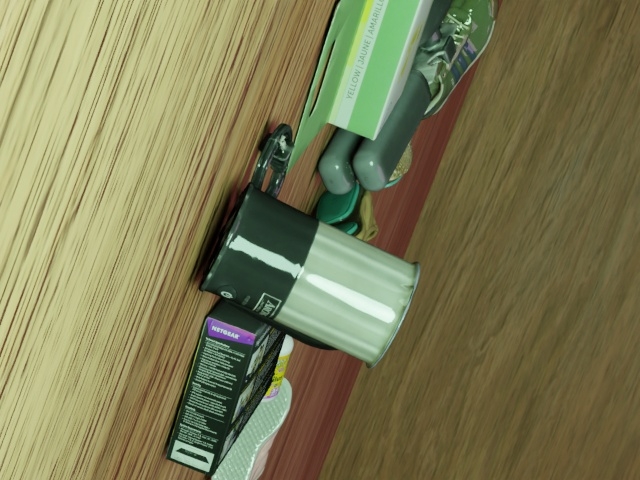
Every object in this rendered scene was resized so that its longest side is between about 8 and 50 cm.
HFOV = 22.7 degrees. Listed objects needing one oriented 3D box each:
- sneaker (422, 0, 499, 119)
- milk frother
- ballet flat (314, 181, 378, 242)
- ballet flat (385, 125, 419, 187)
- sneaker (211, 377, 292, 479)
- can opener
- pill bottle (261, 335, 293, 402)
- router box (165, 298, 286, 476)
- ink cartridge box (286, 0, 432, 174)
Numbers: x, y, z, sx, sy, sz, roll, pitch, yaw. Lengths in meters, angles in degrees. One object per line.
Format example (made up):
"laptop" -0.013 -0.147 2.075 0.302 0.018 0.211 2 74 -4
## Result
"sneaker" 0.146 -0.219 1.897 0.192 0.064 0.086 -61 167 27
"milk frother" 0.000 0.000 1.134 0.143 0.135 0.129 -66 -173 -10
"ballet flat" 0.019 0.009 1.533 0.232 0.080 0.073 -57 128 -65
"ballet flat" 0.068 -0.120 1.661 0.206 0.073 0.067 -75 175 -66
"sneaker" -0.070 0.197 1.601 0.070 0.051 0.134 74 41 -82
"can opener" 0.065 -0.153 1.573 0.093 0.074 0.280 62 36 -34
"pill bottle" -0.051 0.108 1.488 0.043 0.043 0.083 -57 167 -60
"router box" -0.065 0.094 1.314 0.179 0.046 0.133 -54 164 -67
"ink cartridge box" 0.046 -0.164 1.376 0.235 0.056 0.171 -62 172 -57
